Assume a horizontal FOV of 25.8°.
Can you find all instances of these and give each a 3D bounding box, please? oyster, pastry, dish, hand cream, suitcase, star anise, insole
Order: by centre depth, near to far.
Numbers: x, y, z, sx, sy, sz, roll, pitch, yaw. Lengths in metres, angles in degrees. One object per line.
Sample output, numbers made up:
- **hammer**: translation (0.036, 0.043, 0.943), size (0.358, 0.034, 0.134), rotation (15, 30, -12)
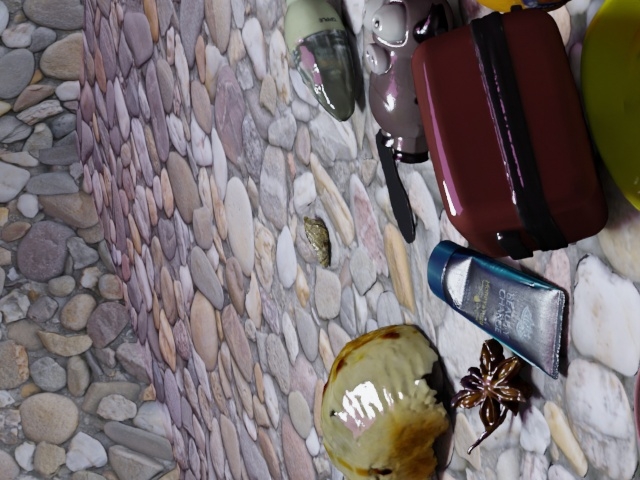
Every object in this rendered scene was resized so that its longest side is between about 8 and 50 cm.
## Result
- **dish**: translation (0.353, -0.156, 1.312), size (0.262, 0.108, 0.221), rotation (106, 148, -54)
- **suitcase**: translation (0.208, -0.104, 1.501), size (0.297, 0.161, 0.236), rotation (30, -134, -75)
- **hand cream**: translation (0.236, 0.079, 1.839), size (0.270, 0.061, 0.120), rotation (31, 124, 54)
- **star anise**: translation (0.227, 0.219, 1.879), size (0.097, 0.070, 0.190), rotation (39, 122, 20)
- **insole**: translation (0.114, -0.084, 2.146), size (0.064, 0.004, 0.188), rotation (133, 124, -65)
- **pastry**: translation (0.079, 0.254, 2.170), size (0.236, 0.170, 0.256), rotation (56, 144, 43)
- **oyster**: translation (0.000, 0.000, 2.480), size (0.083, 0.038, 0.080), rotation (62, -178, -30)

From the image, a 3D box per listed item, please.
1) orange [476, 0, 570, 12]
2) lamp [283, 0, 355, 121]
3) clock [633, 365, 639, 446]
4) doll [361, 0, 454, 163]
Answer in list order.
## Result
- **orange**: translation (0.218, -0.348, 1.482), size (0.219, 0.193, 0.219), rotation (-176, 90, -81)
- **lamp**: translation (0.000, -0.305, 2.224), size (0.250, 0.101, 0.101), rotation (69, 158, 14)
- **clock**: translation (0.404, 0.203, 1.424), size (0.244, 0.056, 0.244), rotation (167, 90, -71)
- **doll**: translation (0.120, -0.241, 1.893), size (0.182, 0.117, 0.257), rotation (-125, 29, -60)
